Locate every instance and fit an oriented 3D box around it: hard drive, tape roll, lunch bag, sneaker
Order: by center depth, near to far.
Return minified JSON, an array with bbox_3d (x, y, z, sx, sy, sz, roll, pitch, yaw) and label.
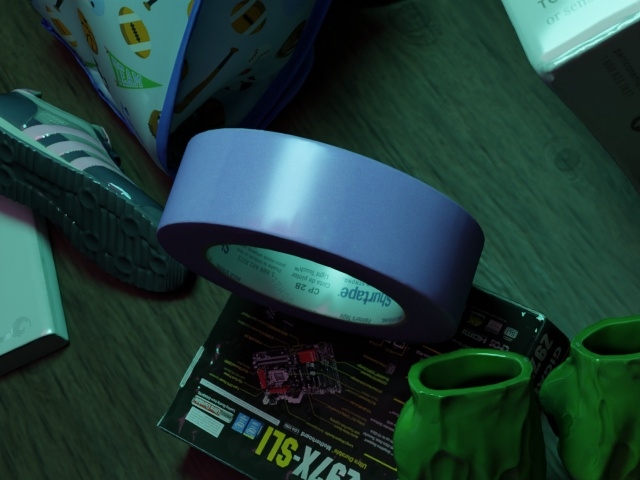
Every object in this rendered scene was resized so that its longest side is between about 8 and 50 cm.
[{"bbox_3d":[0.000,0.000,1.585,0.274,0.275,0.090,9,72,30],"label":"tape roll"},{"bbox_3d":[-0.157,-0.287,1.851,0.328,0.239,0.385,49,139,25],"label":"lunch bag"},{"bbox_3d":[-0.239,-0.069,1.933,0.319,0.131,0.112,35,131,17],"label":"sneaker"},{"bbox_3d":[-0.395,0.013,2.012,0.203,0.040,0.308,-25,59,16],"label":"hard drive"}]

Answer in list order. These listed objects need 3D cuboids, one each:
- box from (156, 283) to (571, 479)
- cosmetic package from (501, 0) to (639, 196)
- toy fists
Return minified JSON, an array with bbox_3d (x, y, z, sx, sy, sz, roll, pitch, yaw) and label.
[{"bbox_3d":[0.037,0.136,1.718,0.322,0.079,0.257,23,82,32],"label":"box"},{"bbox_3d":[0.316,-0.304,1.616,0.327,0.329,0.394,-30,58,14],"label":"cosmetic package"},{"bbox_3d":[0.194,0.154,1.555,0.279,0.142,0.096,-11,25,-15],"label":"toy fists"}]
